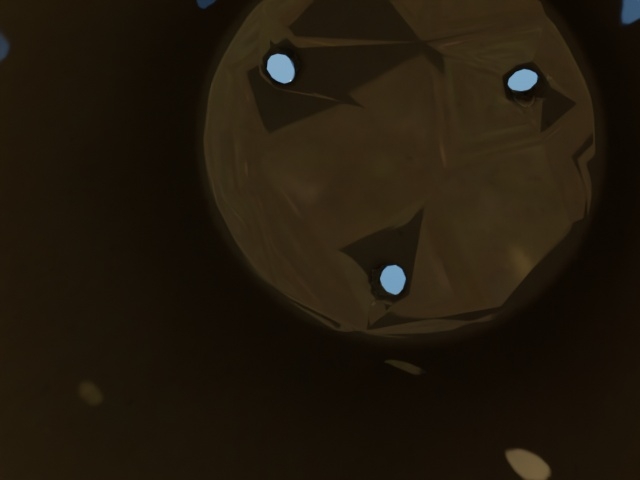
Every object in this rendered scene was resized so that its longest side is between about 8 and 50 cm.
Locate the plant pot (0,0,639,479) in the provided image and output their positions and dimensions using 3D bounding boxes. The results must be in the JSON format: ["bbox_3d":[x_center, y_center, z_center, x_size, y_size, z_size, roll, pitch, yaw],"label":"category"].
[{"bbox_3d":[0.000,0.000,0.415,0.256,0.256,0.274,42,-164,1],"label":"plant pot"}]
